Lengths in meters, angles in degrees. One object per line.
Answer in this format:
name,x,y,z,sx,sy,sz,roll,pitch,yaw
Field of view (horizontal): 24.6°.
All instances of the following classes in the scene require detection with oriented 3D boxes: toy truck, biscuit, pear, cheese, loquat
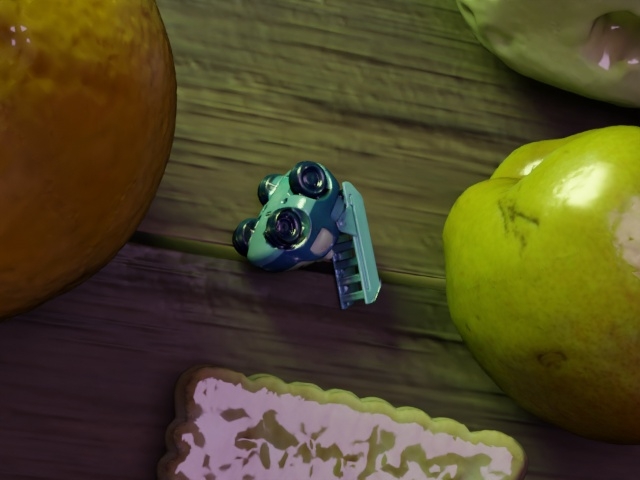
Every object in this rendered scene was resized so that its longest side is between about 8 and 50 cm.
toy truck,0.000,0.000,0.886,0.090,0.056,0.073,37,64,-20
biscuit,-0.013,0.244,0.821,0.217,0.044,0.325,13,79,-8
pear,0.172,0.024,0.861,0.200,0.200,0.200,3,78,-16
cheese,0.215,-0.164,0.903,0.247,0.174,0.251,-17,72,-17
loquat,-0.200,-0.077,0.740,0.274,0.275,0.275,3,78,-16
